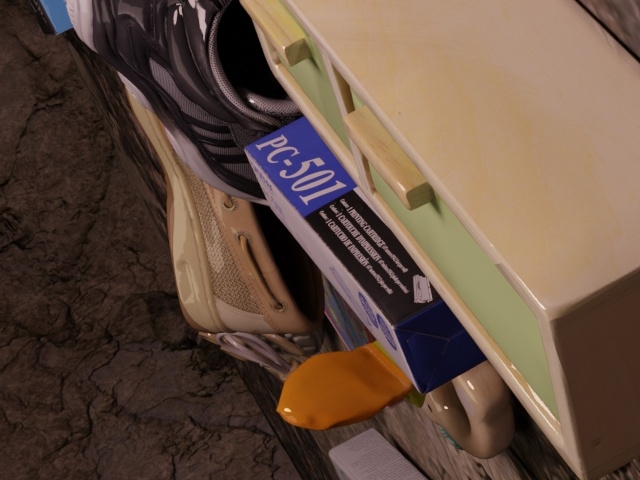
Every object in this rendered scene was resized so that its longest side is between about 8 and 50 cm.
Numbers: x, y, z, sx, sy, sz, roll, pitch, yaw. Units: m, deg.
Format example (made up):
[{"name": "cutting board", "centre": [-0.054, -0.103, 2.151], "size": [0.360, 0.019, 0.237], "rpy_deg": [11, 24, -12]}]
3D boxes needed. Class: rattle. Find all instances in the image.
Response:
[{"name": "rattle", "centre": [0.053, 0.122, 1.085], "size": [0.130, 0.143, 0.200], "rpy_deg": [41, 162, 10]}]

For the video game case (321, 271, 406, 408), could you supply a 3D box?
[{"name": "video game case", "centre": [0.000, 0.000, 1.389], "size": [0.204, 0.025, 0.285], "rpy_deg": [56, 171, 34]}]

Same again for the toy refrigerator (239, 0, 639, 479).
[{"name": "toy refrigerator", "centre": [0.056, -0.044, 0.624], "size": [0.269, 0.094, 0.102], "rpy_deg": [56, 170, 41]}]

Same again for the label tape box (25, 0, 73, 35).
[{"name": "label tape box", "centre": [-0.321, -0.369, 1.861], "size": [0.249, 0.115, 0.347], "rpy_deg": [63, 174, -12]}]

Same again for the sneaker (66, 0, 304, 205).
[{"name": "sneaker", "centre": [-0.037, -0.090, 1.021], "size": [0.153, 0.101, 0.268], "rpy_deg": [24, 165, 45]}]

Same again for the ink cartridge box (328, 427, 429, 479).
[{"name": "ink cartridge box", "centre": [0.146, 0.380, 1.612], "size": [0.324, 0.071, 0.330], "rpy_deg": [65, 168, -21]}]

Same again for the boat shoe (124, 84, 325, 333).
[{"name": "boat shoe", "centre": [-0.061, -0.087, 1.204], "size": [0.122, 0.110, 0.341], "rpy_deg": [-50, -43, -52]}]

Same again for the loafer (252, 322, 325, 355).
[{"name": "loafer", "centre": [-0.059, 0.030, 1.657], "size": [0.319, 0.112, 0.112], "rpy_deg": [63, -145, -62]}]

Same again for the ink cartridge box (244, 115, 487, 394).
[{"name": "ink cartridge box", "centre": [0.043, -0.013, 0.803], "size": [0.207, 0.097, 0.046], "rpy_deg": [49, 165, 57]}]

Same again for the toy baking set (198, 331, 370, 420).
[{"name": "toy baking set", "centre": [-0.031, 0.141, 1.683], "size": [0.196, 0.030, 0.256], "rpy_deg": [26, 168, -12]}]
